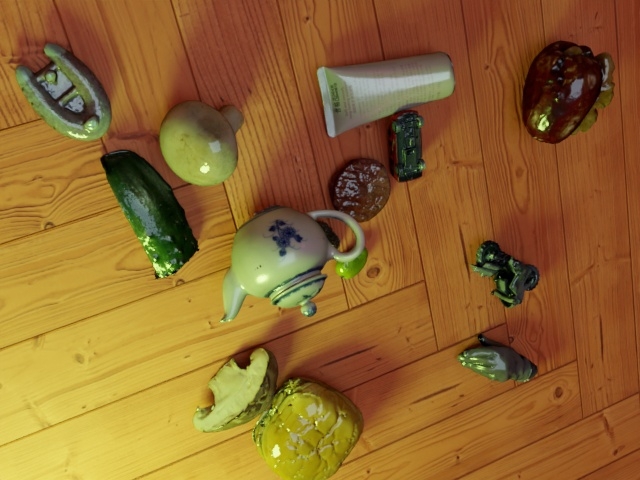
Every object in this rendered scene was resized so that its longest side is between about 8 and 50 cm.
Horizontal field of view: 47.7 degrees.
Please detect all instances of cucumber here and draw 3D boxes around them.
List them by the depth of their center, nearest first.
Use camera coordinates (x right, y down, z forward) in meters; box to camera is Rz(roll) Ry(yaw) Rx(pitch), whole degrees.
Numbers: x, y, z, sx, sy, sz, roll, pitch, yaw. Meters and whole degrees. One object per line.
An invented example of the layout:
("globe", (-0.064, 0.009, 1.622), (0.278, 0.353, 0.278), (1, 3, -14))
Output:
("cucumber", (-0.410, -0.073, 1.751), (0.145, 0.105, 0.325), (-29, 112, -10))

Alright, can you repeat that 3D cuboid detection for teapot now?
("teapot", (-0.084, 0.065, 1.818), (0.424, 0.252, 0.280), (-28, 79, -6))

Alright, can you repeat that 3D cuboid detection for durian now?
("durian", (0.003, -0.001, 1.954), (0.110, 0.071, 0.140), (-20, 108, -15))

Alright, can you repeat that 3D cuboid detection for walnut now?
("walnut", (0.687, -0.408, 2.019), (0.243, 0.222, 0.269), (7, 119, -15))

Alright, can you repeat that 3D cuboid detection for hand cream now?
("hand cream", (0.174, -0.396, 1.883), (0.358, 0.118, 0.186), (-15, 118, -9))

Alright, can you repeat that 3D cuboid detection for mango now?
("mango", (0.089, 0.059, 2.012), (0.108, 0.056, 0.073), (-46, 122, -6))

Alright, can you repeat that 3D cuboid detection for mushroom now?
("mushroom", (-0.284, -0.241, 1.718), (0.206, 0.209, 0.206), (1, 131, 1))
("mushroom", (-0.209, 0.428, 1.985), (0.286, 0.156, 0.151), (-45, 142, 1))

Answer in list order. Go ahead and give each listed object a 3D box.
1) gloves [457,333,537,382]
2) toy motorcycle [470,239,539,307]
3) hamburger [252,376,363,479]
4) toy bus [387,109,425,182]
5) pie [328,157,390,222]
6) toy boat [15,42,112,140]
("gloves", (0.564, 0.378, 2.286), (0.285, 0.119, 0.142), (11, 71, -21))
("toy motorcycle", (0.554, 0.110, 2.189), (0.270, 0.106, 0.159), (25, 90, -30))
("hamburger", (-0.039, 0.546, 2.063), (0.318, 0.158, 0.319), (-6, 107, -19))
("toy bus", (0.224, -0.258, 1.933), (0.081, 0.089, 0.195), (-16, 120, -15))
("pie", (0.108, -0.136, 1.962), (0.182, 0.049, 0.182), (-7, 111, -19))
("toy boat", (-0.563, -0.320, 1.617), (0.155, 0.085, 0.227), (-40, 116, -7))
